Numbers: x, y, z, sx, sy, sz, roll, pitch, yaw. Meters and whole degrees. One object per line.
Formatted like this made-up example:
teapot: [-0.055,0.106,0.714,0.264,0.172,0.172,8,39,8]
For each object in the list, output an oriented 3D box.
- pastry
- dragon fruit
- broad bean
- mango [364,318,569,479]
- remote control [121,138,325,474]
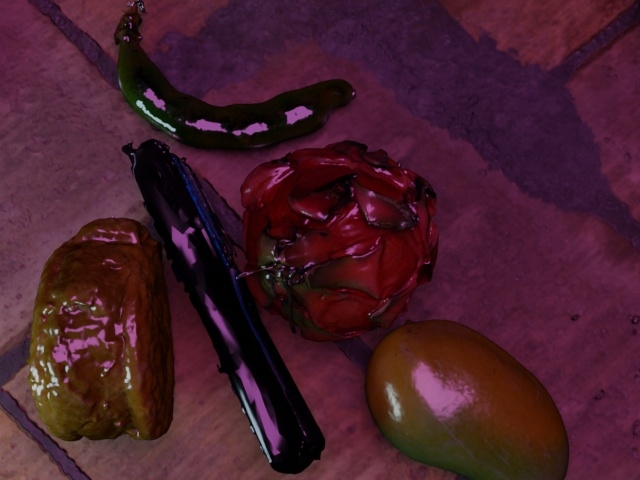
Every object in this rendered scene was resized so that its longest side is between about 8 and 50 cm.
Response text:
pastry: [-0.232,0.098,1.870,0.132,0.240,0.235,-5,76,1]
dragon fruit: [0.000,0.000,1.893,0.234,0.293,0.234,5,98,36]
broad bean: [-0.114,-0.169,2.029,0.292,0.049,0.144,20,76,2]
mango: [0.166,0.185,1.929,0.251,0.114,0.156,29,70,5]
remote control: [-0.101,0.069,1.933,0.062,0.144,0.399,-28,77,6]
